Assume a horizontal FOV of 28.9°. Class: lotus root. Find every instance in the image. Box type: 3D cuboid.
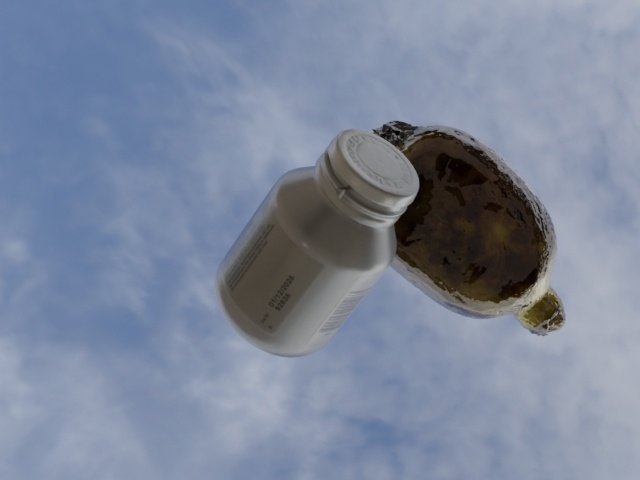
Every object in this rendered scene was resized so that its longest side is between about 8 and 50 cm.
[{"bbox_3d":[0.153,-0.017,1.341,0.314,0.141,0.169,42,-93,0],"label":"lotus root"}]

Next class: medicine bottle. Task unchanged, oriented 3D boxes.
[{"bbox_3d":[0.000,0.000,1.192,0.135,0.135,0.215,49,-56,19],"label":"medicine bottle"}]
